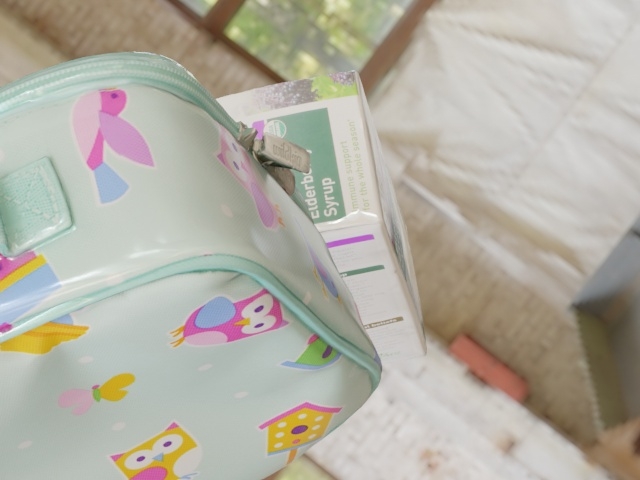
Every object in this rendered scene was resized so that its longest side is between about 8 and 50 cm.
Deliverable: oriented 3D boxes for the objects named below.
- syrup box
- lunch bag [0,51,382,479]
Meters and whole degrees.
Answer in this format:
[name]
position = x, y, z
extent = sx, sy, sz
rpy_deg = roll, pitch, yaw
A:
[syrup box]
position = 0.000, 0.000, 0.989
extent = 0.096, 0.093, 0.237
rpy_deg = -11, -22, 4
[lunch bag]
position = -0.125, 0.044, 0.630
extent = 0.279, 0.107, 0.224
rpy_deg = -26, -29, 9
